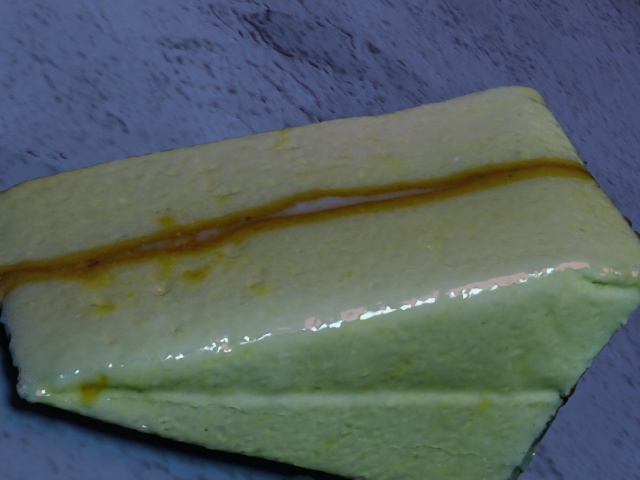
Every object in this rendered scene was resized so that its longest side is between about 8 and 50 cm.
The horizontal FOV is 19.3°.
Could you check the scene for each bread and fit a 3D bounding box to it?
[{"bbox_3d":[-0.004,0.000,0.871,0.264,0.163,0.167,16,29,-32],"label":"bread"}]

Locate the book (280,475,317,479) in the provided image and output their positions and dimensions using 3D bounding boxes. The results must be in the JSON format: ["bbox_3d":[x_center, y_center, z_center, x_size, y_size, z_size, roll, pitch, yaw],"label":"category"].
[{"bbox_3d":[-0.045,0.215,0.665,0.260,0.043,0.371,49,30,24],"label":"book"}]
